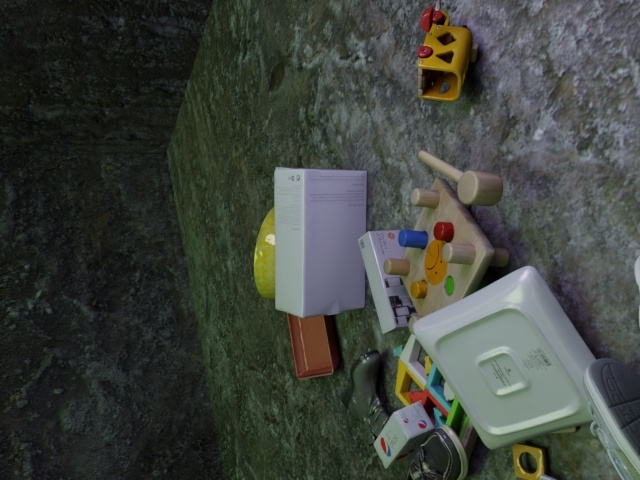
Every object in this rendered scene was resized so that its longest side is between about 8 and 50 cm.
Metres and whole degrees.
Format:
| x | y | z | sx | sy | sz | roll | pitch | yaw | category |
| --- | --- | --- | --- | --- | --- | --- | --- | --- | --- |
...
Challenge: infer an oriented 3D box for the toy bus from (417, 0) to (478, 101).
| x | y | z | sx | sy | sz | roll | pitch | yaw | category |
| --- | --- | --- | --- | --- | --- | --- | --- | --- | --- |
| 0.257 | -0.374 | 1.138 | 0.104 | 0.191 | 0.202 | 12 | 110 | 17 | toy bus |

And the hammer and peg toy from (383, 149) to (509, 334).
| x | y | z | sx | sy | sz | roll | pitch | yaw | category |
| --- | --- | --- | --- | --- | --- | --- | --- | --- | --- |
| 0.254 | -0.004 | 1.127 | 0.266 | 0.127 | 0.362 | -108 | 29 | -52 | hammer and peg toy |

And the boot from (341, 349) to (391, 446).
| x | y | z | sx | sy | sz | roll | pitch | yaw | category |
| --- | --- | --- | --- | --- | --- | --- | --- | --- | --- |
| 0.143 | 0.412 | 1.488 | 0.161 | 0.083 | 0.247 | 51 | 142 | 38 | boot |

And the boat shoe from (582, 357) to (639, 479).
| x | y | z | sx | sy | sz | roll | pitch | yaw | category |
| --- | --- | --- | --- | --- | --- | --- | --- | --- | --- |
| 0.466 | 0.325 | 0.810 | 0.321 | 0.118 | 0.103 | 62 | 147 | 23 | boat shoe |

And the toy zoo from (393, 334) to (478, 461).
| x | y | z | sx | sy | sz | roll | pitch | yaw | category |
| --- | --- | --- | --- | --- | --- | --- | --- | --- | --- |
| 0.255 | 0.336 | 1.298 | 0.293 | 0.030 | 0.193 | 45 | 131 | 52 | toy zoo |

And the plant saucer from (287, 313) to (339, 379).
| x | y | z | sx | sy | sz | roll | pitch | yaw | category |
| --- | --- | --- | --- | --- | --- | --- | --- | --- | --- |
| -0.022 | 0.297 | 1.803 | 0.259 | 0.047 | 0.259 | -32 | 65 | 58 | plant saucer |

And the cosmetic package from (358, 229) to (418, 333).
| x | y | z | sx | sy | sz | roll | pitch | yaw | category |
| --- | --- | --- | --- | --- | --- | --- | --- | --- | --- |
| 0.171 | 0.094 | 1.361 | 0.060 | 0.098 | 0.239 | -41 | 57 | 53 | cosmetic package |

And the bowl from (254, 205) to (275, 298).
| x | y | z | sx | sy | sz | roll | pitch | yaw | category |
| --- | --- | --- | --- | --- | --- | --- | --- | --- | --- |
| -0.067 | 0.043 | 1.710 | 0.155 | 0.289 | 0.290 | 8 | 104 | 19 | bowl |

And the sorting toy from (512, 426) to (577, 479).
| x | y | z | sx | sy | sz | roll | pitch | yaw | category |
| --- | --- | --- | --- | --- | --- | --- | --- | --- | --- |
| 0.357 | 0.269 | 1.055 | 0.196 | 0.047 | 0.348 | -28 | 68 | 51 | sorting toy |

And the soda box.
| x | y | z | sx | sy | sz | roll | pitch | yaw | category |
| --- | --- | --- | --- | --- | --- | --- | --- | --- | --- |
| 0.191 | 0.458 | 1.339 | 0.069 | 0.073 | 0.216 | 60 | 155 | 31 | soda box |

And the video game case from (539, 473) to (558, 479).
| x | y | z | sx | sy | sz | roll | pitch | yaw | category |
| --- | --- | --- | --- | --- | --- | --- | --- | --- | --- |
| 0.420 | 0.480 | 0.994 | 0.087 | 0.011 | 0.122 | 10 | 103 | 44 | video game case |

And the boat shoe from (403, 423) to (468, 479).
| x | y | z | sx | sy | sz | roll | pitch | yaw | category |
| --- | --- | --- | --- | --- | --- | --- | --- | --- | --- |
| 0.236 | 0.490 | 1.223 | 0.103 | 0.092 | 0.285 | 57 | 156 | 33 | boat shoe |

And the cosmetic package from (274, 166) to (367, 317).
| x | y | z | sx | sy | sz | roll | pitch | yaw | category |
| --- | --- | --- | --- | --- | --- | --- | --- | --- | --- |
| 0.000 | 0.000 | 1.542 | 0.156 | 0.217 | 0.385 | 12 | 101 | 54 | cosmetic package |

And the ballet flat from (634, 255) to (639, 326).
| x | y | z | sx | sy | sz | roll | pitch | yaw | category |
| --- | --- | --- | --- | --- | --- | --- | --- | --- | --- |
| 0.495 | 0.186 | 0.751 | 0.139 | 0.139 | 0.401 | -21 | 70 | 61 | ballet flat |

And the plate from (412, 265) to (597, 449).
| x | y | z | sx | sy | sz | roll | pitch | yaw | category |
| --- | --- | --- | --- | --- | --- | --- | --- | --- | --- |
| 0.318 | 0.219 | 0.981 | 0.278 | 0.045 | 0.277 | -36 | 82 | 40 | plate |
